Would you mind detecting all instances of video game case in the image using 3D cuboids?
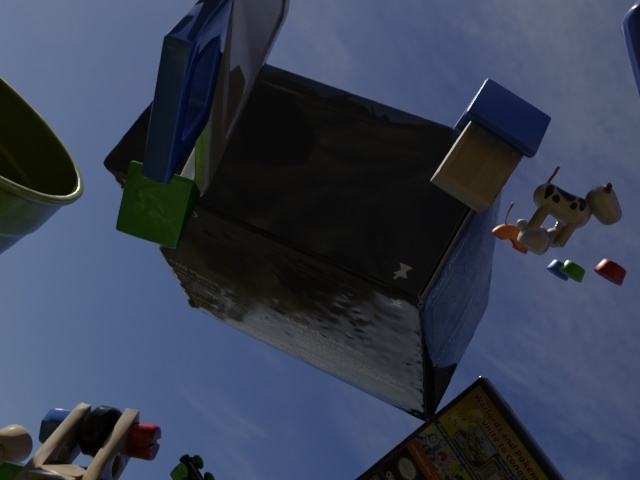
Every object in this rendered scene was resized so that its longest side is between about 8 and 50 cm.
[{"bbox_3d":[0.202,0.362,1.003,0.248,0.035,0.275,-44,-121,16],"label":"video game case"}]

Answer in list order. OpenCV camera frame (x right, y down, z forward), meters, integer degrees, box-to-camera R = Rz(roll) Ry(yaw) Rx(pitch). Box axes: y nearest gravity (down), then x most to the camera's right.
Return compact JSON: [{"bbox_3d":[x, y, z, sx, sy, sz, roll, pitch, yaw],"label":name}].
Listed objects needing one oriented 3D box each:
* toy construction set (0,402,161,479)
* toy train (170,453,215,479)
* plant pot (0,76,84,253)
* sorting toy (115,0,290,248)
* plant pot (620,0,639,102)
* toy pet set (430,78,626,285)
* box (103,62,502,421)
[{"bbox_3d":[-0.275,0.261,0.679,0.309,0.237,0.257,36,-84,11],"label":"toy construction set"},{"bbox_3d":[-0.061,0.163,0.451,0.083,0.017,0.024,52,-49,19],"label":"toy train"},{"bbox_3d":[-0.553,-0.055,0.948,0.353,0.366,0.366,-45,-107,7],"label":"plant pot"},{"bbox_3d":[-0.047,-0.149,0.426,0.047,0.348,0.196,18,-40,-1],"label":"sorting toy"},{"bbox_3d":[0.448,-0.196,0.778,0.212,0.236,0.236,-6,-63,44],"label":"plant pot"},{"bbox_3d":[0.124,-0.033,0.439,0.114,0.065,0.122,34,0,3],"label":"toy pet set"},{"bbox_3d":[0.000,0.000,0.830,0.343,0.179,0.312,23,-24,20],"label":"box"}]
